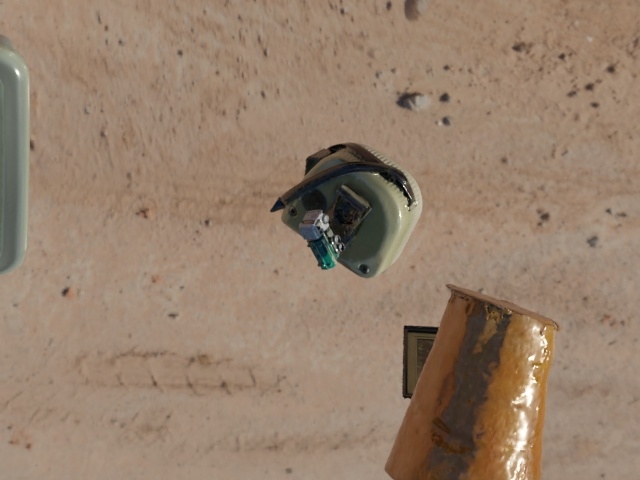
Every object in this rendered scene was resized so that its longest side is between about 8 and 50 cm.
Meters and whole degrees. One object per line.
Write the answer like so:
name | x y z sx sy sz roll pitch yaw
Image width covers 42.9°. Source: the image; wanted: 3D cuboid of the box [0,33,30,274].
box | -0.343 -0.082 0.724 0.162 0.130 0.227 2 118 -18

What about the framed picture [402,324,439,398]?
framed picture | 0.253 0.236 1.554 0.195 0.199 0.010 2 127 5

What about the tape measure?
tape measure | 0.046 -0.080 1.538 0.271 0.133 0.231 35 128 19

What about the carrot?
carrot | 0.200 0.197 1.003 0.196 0.196 0.254 16 91 -19

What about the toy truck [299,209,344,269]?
toy truck | 0.000 0.000 1.168 0.039 0.044 0.083 -1 129 38
